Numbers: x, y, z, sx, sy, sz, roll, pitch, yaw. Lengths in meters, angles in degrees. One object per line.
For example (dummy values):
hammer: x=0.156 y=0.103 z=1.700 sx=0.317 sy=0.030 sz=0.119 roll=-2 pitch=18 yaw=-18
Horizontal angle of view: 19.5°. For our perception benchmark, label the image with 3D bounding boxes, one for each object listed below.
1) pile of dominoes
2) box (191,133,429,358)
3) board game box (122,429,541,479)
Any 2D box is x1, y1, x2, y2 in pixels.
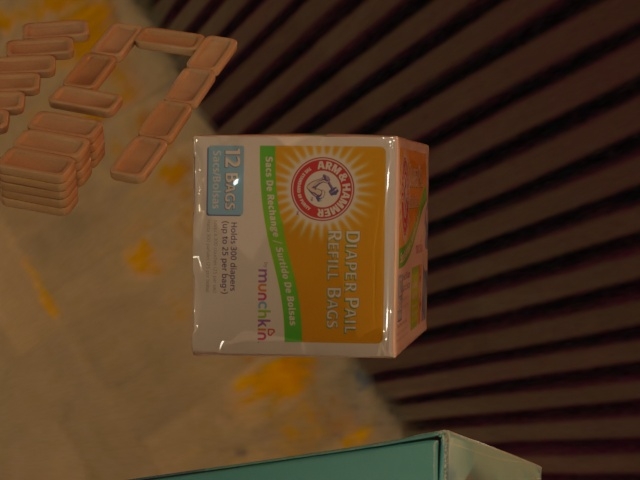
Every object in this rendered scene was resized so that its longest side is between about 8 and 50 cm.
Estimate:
pile of dominoes: x=-0.199 y=-0.108 z=1.556 sx=0.196 sy=0.040 sz=0.251 roll=10 pitch=36 yaw=14
box: x=0.000 y=0.000 z=1.000 sx=0.103 sy=0.203 sz=0.114 roll=1 pitch=92 yaw=8
board game box: x=-0.070 y=0.228 z=0.760 sx=0.079 sy=0.336 sz=0.254 roll=25 pitch=60 yaw=-51
